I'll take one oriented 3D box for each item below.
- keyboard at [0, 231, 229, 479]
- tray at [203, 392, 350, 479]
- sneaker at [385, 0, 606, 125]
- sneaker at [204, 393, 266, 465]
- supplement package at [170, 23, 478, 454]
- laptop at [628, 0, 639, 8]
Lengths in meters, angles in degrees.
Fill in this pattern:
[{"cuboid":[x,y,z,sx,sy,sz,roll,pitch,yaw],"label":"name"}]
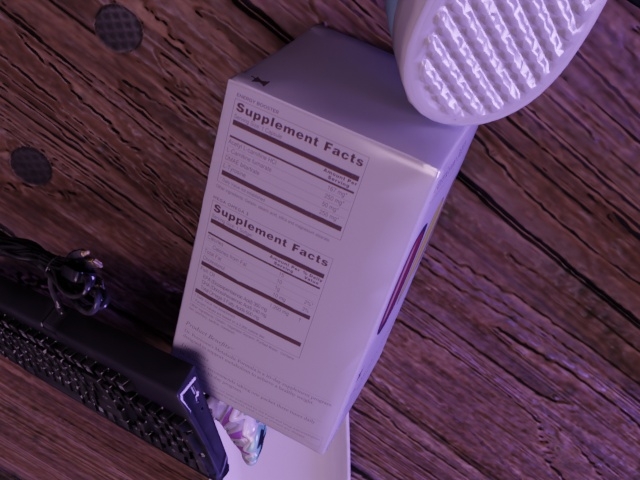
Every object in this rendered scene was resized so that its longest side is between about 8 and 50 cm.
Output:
[{"cuboid":[-0.206,0.076,0.634,0.317,0.033,0.201,14,131,38],"label":"keyboard"},{"cuboid":[-0.042,0.182,0.760,0.145,0.030,0.270,3,123,9],"label":"tray"},{"cuboid":[0.113,-0.233,0.371,0.135,0.150,0.366,6,139,-24],"label":"sneaker"},{"cuboid":[-0.085,0.157,0.714,0.069,0.038,0.098,6,114,10],"label":"sneaker"},{"cuboid":[0.000,0.000,0.552,0.134,0.139,0.244,25,126,10],"label":"supplement package"},{"cuboid":[0.299,-0.158,0.376,0.234,0.136,0.264,31,132,-4],"label":"laptop"}]
